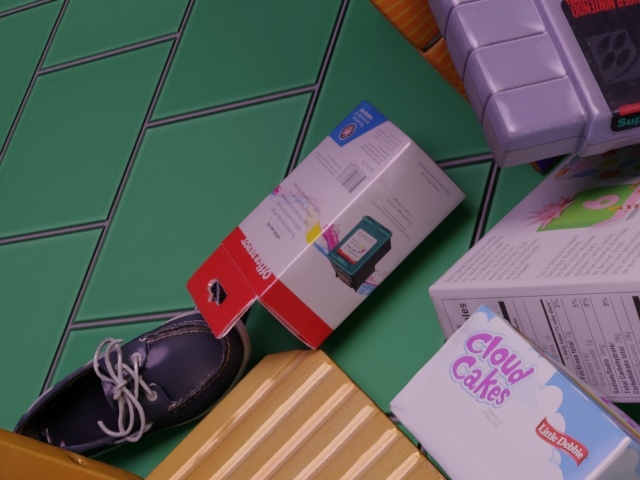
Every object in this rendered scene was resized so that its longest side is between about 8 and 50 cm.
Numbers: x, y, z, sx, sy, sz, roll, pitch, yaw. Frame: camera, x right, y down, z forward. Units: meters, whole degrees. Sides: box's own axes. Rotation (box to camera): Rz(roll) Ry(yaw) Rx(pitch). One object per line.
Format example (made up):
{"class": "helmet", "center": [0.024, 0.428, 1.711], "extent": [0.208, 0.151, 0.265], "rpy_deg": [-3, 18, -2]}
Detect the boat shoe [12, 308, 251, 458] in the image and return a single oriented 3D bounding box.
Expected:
{"class": "boat shoe", "center": [-0.174, 0.133, 1.478], "extent": [0.254, 0.079, 0.095], "rpy_deg": [-24, 82, 30]}

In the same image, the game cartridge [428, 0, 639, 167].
{"class": "game cartridge", "center": [0.255, -0.185, 1.158], "extent": [0.355, 0.068, 0.230], "rpy_deg": [-14, 59, -12]}

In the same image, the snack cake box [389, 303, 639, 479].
{"class": "snack cake box", "center": [0.180, 0.161, 0.985], "extent": [0.089, 0.264, 0.152], "rpy_deg": [-49, 38, 6]}

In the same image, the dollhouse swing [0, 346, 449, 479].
{"class": "dollhouse swing", "center": [-0.129, 0.212, 1.253], "extent": [0.305, 0.315, 0.347], "rpy_deg": [-57, 37, 8]}

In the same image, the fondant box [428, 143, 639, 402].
{"class": "fondant box", "center": [0.272, 0.006, 1.083], "extent": [0.330, 0.096, 0.238], "rpy_deg": [-3, 27, 42]}

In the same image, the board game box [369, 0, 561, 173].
{"class": "board game box", "center": [0.144, -0.354, 1.377], "extent": [0.356, 0.356, 0.356], "rpy_deg": [-44, 38, 8]}

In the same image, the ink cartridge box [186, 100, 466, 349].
{"class": "ink cartridge box", "center": [0.000, 0.000, 1.423], "extent": [0.231, 0.078, 0.134], "rpy_deg": [-45, 26, 3]}

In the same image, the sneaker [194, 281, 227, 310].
{"class": "sneaker", "center": [-0.105, 0.086, 1.520], "extent": [0.044, 0.040, 0.109], "rpy_deg": [105, -172, -84]}
